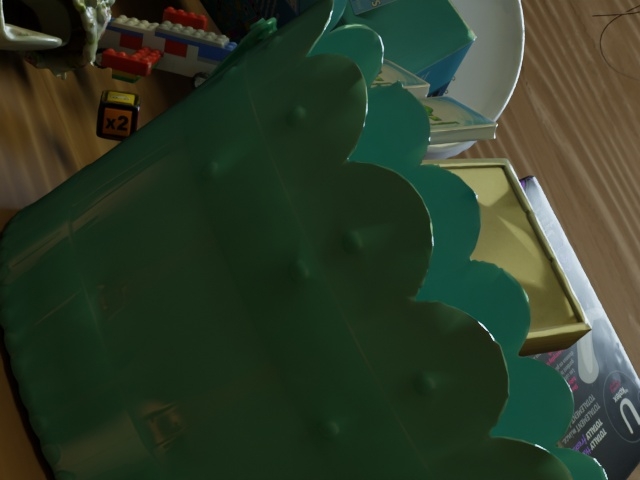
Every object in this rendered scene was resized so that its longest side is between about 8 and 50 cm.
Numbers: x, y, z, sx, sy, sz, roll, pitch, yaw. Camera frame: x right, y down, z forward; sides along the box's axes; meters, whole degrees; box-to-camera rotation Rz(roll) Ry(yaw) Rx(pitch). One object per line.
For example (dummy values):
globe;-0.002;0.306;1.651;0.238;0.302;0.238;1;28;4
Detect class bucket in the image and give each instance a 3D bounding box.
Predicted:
bucket;-0.005;0.048;0.646;0.281;0.183;0.281;59;11;-19

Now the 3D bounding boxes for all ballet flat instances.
ballet flat;-0.160;-0.136;0.655;0.241;0.091;0.077;24;62;-68

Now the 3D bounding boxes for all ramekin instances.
ramekin;0.074;-0.193;1.328;0.127;0.273;0.273;11;-40;54

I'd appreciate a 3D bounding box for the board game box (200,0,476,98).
board game box;-0.031;-0.222;1.088;0.336;0.079;0.254;56;-16;9

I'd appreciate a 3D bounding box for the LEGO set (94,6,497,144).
LEGO set;-0.039;-0.104;0.824;0.182;0.244;0.060;38;-54;45

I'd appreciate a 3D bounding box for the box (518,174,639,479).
box;0.161;0.106;1.245;0.165;0.143;0.270;-34;97;-47

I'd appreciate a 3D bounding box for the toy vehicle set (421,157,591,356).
toy vehicle set;0.072;0.017;1.066;0.267;0.035;0.166;-4;61;-37
